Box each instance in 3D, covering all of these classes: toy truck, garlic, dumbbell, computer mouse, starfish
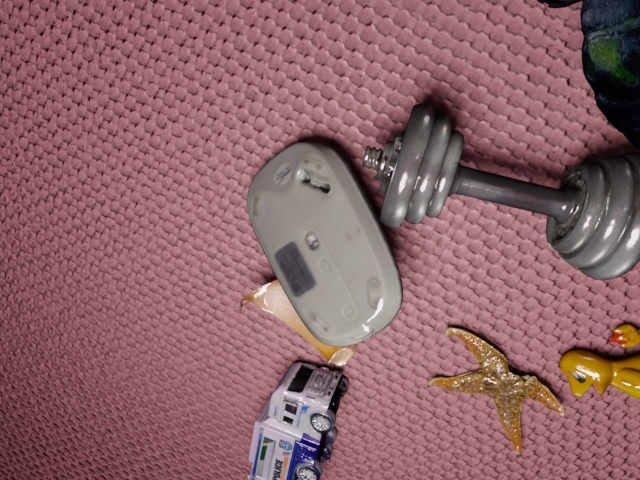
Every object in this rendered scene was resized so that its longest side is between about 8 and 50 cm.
[{"bbox_3d":[-0.049,0.365,0.854,0.156,0.124,0.267,16,113,12],"label":"toy truck"},{"bbox_3d":[-0.018,0.121,0.771,0.207,0.115,0.128,25,79,14],"label":"garlic"},{"bbox_3d":[0.256,-0.068,0.603,0.407,0.179,0.179,15,112,8],"label":"dumbbell"},{"bbox_3d":[0.004,0.000,0.689,0.197,0.095,0.330,-32,76,28],"label":"computer mouse"},{"bbox_3d":[0.297,0.258,0.782,0.247,0.050,0.138,38,113,5],"label":"starfish"}]

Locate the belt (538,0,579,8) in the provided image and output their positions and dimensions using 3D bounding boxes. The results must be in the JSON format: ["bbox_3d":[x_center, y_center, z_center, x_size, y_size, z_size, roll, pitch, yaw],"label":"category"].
[{"bbox_3d":[0.325,-0.363,0.547,0.105,0.058,0.139,22,112,1],"label":"belt"}]

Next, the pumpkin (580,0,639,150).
[{"bbox_3d":[0.459,-0.242,0.434,0.364,0.266,0.362,0,107,1],"label":"pumpkin"}]

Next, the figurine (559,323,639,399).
[{"bbox_3d":[0.480,0.194,0.702,0.176,0.121,0.122,-1,81,23],"label":"figurine"}]
